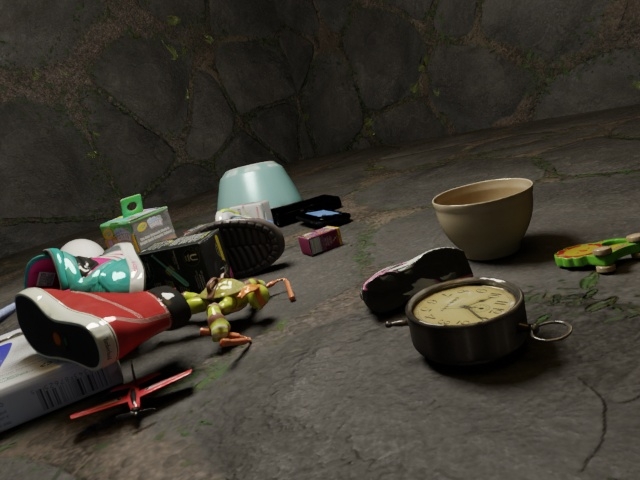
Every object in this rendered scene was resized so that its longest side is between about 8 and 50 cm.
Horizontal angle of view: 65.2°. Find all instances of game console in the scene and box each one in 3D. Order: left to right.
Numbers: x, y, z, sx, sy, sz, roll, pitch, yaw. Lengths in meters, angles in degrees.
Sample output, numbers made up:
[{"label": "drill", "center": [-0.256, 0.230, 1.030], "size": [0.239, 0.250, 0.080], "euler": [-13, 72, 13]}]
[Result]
[{"label": "game console", "center": [-0.012, -0.084, 1.489], "size": [0.213, 0.044, 0.361], "euler": [-20, 15, -19]}]

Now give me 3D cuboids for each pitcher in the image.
[{"label": "pitcher", "center": [-0.632, 0.068, 1.409], "size": [0.178, 0.125, 0.207], "euler": [1, 12, -41]}]

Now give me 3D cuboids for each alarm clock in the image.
[{"label": "alarm clock", "center": [0.179, 0.092, 0.554], "size": [0.129, 0.064, 0.192], "euler": [-25, 15, -38]}]

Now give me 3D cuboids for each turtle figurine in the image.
[{"label": "turtle figurine", "center": [-0.174, 0.104, 0.819], "size": [0.217, 0.087, 0.269], "euler": [-10, 15, 17]}]

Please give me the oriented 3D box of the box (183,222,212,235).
[{"label": "box", "center": [-0.387, -0.038, 1.721], "size": [0.137, 0.027, 0.094], "euler": [-7, 14, 30]}]

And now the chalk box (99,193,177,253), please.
[{"label": "chalk box", "center": [-0.477, -0.012, 1.323], "size": [0.132, 0.213, 0.132], "euler": [-5, 17, 34]}]

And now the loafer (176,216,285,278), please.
[{"label": "loafer", "center": [-0.248, 0.015, 1.146], "size": [0.366, 0.133, 0.130], "euler": [-10, 15, 16]}]

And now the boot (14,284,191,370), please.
[{"label": "boot", "center": [-0.314, 0.103, 0.734], "size": [0.244, 0.088, 0.176], "euler": [9, 19, 32]}]

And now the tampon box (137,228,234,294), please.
[{"label": "tampon box", "center": [-0.283, 0.058, 1.042], "size": [0.161, 0.120, 0.101], "euler": [-10, 15, 16]}]

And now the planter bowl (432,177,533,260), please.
[{"label": "planter bowl", "center": [0.279, -0.032, 0.845], "size": [0.162, 0.109, 0.162], "euler": [-13, 15, 4]}]

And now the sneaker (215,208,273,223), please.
[{"label": "sneaker", "center": [-0.182, -0.036, 1.286], "size": [0.126, 0.091, 0.240], "euler": [-4, -3, 8]}]

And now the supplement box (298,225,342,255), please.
[{"label": "supplement box", "center": [0.000, 0.000, 1.142], "size": [0.083, 0.043, 0.055], "euler": [-20, 15, -24]}]

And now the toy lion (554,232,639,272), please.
[{"label": "toy lion", "center": [0.392, 0.017, 0.711], "size": [0.100, 0.034, 0.096], "euler": [-18, 7, -14]}]

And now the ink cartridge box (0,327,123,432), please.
[{"label": "ink cartridge box", "center": [-0.481, 0.207, 0.782], "size": [0.304, 0.072, 0.307], "euler": [-21, 13, -22]}]

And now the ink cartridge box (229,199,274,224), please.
[{"label": "ink cartridge box", "center": [-0.210, -0.071, 1.543], "size": [0.122, 0.088, 0.052], "euler": [-5, 14, 33]}]

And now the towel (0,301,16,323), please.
[{"label": "towel", "center": [-0.729, 0.214, 0.930], "size": [0.209, 0.034, 0.285], "euler": [-32, 7, 18]}]

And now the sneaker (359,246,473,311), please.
[{"label": "sneaker", "center": [0.136, 0.053, 0.751], "size": [0.178, 0.072, 0.077], "euler": [-12, 2, -12]}]

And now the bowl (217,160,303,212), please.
[{"label": "bowl", "center": [-0.229, -0.178, 1.746], "size": [0.312, 0.163, 0.311], "euler": [-14, 5, 1]}]

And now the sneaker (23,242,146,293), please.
[{"label": "sneaker", "center": [-0.425, 0.068, 0.893], "size": [0.178, 0.123, 0.295], "euler": [4, 6, -28]}]

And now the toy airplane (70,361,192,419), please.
[{"label": "toy airplane", "center": [-0.243, 0.196, 0.649], "size": [0.151, 0.028, 0.151], "euler": [-13, 13, 3]}]
